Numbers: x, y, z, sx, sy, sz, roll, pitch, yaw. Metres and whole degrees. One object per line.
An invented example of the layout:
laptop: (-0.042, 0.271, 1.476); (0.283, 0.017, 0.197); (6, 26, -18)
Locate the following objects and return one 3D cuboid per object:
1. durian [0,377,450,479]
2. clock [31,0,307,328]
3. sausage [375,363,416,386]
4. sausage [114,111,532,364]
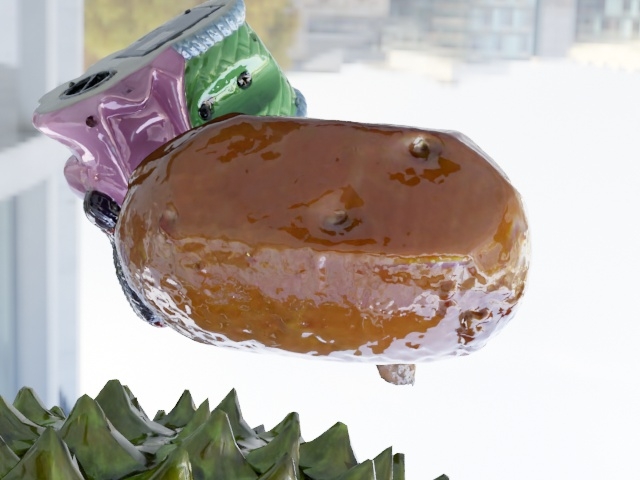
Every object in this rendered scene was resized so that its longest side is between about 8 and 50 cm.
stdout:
durian: (-0.043, 0.156, 0.322); (0.224, 0.291, 0.291); (-31, 174, 30)
clock: (-0.089, -0.053, 1.166); (0.194, 0.195, 0.100); (-35, -159, -27)
sausage: (0.064, 0.043, 1.309); (0.040, 0.047, 0.177); (-16, -144, 22)
sausage: (0.000, -0.001, 1.027); (0.268, 0.153, 0.141); (5, 153, 4)
